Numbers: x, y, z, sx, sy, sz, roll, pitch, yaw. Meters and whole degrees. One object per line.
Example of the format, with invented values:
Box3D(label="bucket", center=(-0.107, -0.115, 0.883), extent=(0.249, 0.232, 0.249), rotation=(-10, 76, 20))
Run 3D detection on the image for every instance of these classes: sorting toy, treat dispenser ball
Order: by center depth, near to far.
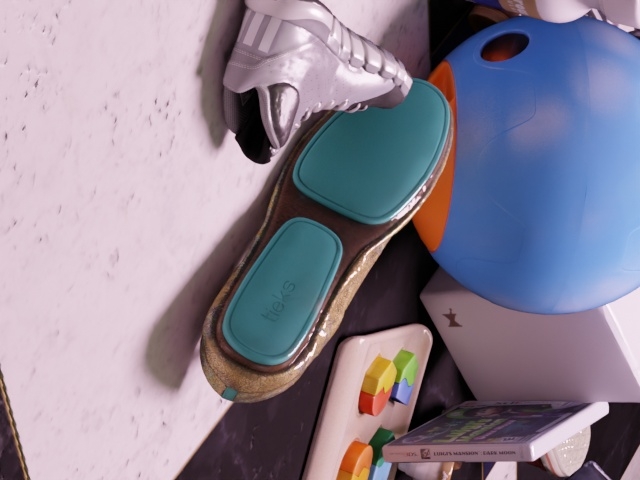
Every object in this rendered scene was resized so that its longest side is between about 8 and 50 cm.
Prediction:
Box3D(label="treat dispenser ball", center=(0.220, -0.073, 1.807), extent=(0.288, 0.288, 0.288), rotation=(-47, 146, -45))
Box3D(label="sorting toy", center=(0.054, 0.185, 1.944), extent=(0.208, 0.038, 0.193), rotation=(-2, 108, -65))

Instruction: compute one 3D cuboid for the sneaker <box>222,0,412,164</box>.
Box3D(label="sneaker", center=(-0.016, -0.116, 1.532), extent=(0.229, 0.086, 0.132), rotation=(28, 86, -56))

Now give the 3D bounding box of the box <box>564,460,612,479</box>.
Box3D(label="box", center=(0.249, 0.559, 2.118), extent=(0.480, 0.297, 0.472), rotation=(-40, 153, -3))

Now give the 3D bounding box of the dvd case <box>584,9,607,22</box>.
Box3D(label="dvd case", center=(0.250, -0.302, 1.854), extent=(0.239, 0.030, 0.179), rotation=(23, 62, -73))

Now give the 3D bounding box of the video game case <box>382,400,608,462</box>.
Box3D(label="video game case", center=(0.184, 0.197, 1.978), extent=(0.190, 0.173, 0.022), rotation=(-19, 102, -56))

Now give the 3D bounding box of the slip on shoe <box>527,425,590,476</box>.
Box3D(label="slip on shoe", center=(0.232, 0.154, 2.249), extent=(0.123, 0.101, 0.331), rotation=(-55, 138, -33))

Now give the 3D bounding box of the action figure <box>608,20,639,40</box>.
Box3D(label="action figure", center=(0.341, -0.278, 2.027), extent=(0.185, 0.285, 0.099), rotation=(55, 14, -32))

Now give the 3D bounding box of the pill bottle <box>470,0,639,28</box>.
Box3D(label="pill bottle", center=(0.164, -0.267, 1.570), extent=(0.153, 0.265, 0.153), rotation=(-46, 145, -45))

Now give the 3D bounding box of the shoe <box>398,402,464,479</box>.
Box3D(label="shoe", center=(0.129, 0.225, 2.110), extent=(0.219, 0.058, 0.076), rotation=(-42, 142, -76))

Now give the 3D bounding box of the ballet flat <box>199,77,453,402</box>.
Box3D(label="ballet flat", center=(0.000, 0.000, 1.621), extent=(0.348, 0.123, 0.123), rotation=(-57, 153, -32))

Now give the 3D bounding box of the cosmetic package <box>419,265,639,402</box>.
Box3D(label="cosmetic package", center=(0.328, -0.028, 2.106), extent=(0.453, 0.230, 0.161), rotation=(-52, 125, -37))

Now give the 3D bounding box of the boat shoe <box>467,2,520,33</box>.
Box3D(label="boat shoe", center=(0.211, -0.210, 1.960), extent=(0.073, 0.073, 0.207), rotation=(-63, 156, -14))
